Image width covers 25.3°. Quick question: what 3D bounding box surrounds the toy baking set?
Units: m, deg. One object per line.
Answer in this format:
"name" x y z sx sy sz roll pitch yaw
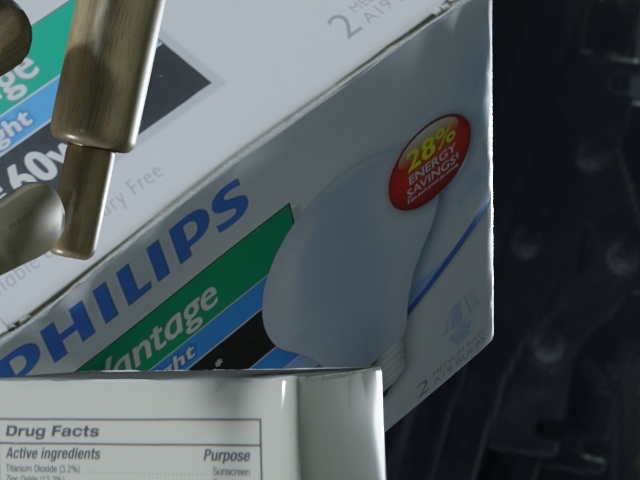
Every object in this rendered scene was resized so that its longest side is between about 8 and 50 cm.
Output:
"toy baking set" -0.120 -0.064 0.422 0.197 0.030 0.256 5 -85 -53

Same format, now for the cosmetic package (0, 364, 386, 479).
"cosmetic package" -0.057 0.211 0.621 0.113 0.160 0.309 8 -99 -67

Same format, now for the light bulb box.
"light bulb box" -0.087 0.002 0.891 0.358 0.225 0.361 -38 -32 -19
